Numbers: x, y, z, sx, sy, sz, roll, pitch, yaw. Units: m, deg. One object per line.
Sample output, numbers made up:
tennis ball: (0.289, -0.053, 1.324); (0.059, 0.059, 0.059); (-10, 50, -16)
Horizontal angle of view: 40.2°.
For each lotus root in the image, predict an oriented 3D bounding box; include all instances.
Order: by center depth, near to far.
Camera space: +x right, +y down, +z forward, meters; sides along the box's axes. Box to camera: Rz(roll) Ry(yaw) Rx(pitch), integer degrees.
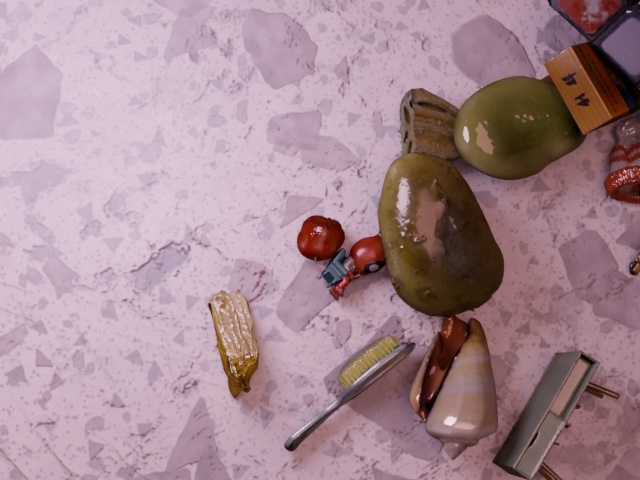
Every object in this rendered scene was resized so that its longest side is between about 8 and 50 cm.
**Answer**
lotus root: (0.215, -0.200, 1.641); (0.144, 0.070, 0.143); (10, 77, -20)

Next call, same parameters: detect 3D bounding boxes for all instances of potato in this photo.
potato: (0.202, -0.008, 1.550); (0.210, 0.173, 0.308); (-20, 93, -13)

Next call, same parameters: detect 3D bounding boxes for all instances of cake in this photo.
cake: (-0.146, 0.188, 1.560); (0.079, 0.116, 0.185); (-18, 52, -13)

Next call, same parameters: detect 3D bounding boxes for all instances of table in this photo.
table: (0.429, 0.328, 1.562); (0.111, 0.121, 0.240); (34, 80, 0)

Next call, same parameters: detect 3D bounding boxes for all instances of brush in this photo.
brush: (0.041, 0.260, 1.562); (0.296, 0.068, 0.060); (-39, 68, -9)

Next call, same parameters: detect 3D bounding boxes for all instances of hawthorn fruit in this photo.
hawthorn fruit: (0.000, 0.000, 1.583); (0.093, 0.093, 0.093); (1, 81, -7)

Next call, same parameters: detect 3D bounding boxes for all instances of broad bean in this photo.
broad bean: (0.369, -0.210, 1.610); (0.263, 0.121, 0.189); (-13, 90, -26)

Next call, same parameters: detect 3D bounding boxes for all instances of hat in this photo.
hat: (0.601, -0.160, 1.687); (0.112, 0.093, 0.163); (8, 62, -15)

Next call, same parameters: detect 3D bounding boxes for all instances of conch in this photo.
conch: (0.250, 0.270, 1.567); (0.158, 0.127, 0.255); (6, 55, 23)

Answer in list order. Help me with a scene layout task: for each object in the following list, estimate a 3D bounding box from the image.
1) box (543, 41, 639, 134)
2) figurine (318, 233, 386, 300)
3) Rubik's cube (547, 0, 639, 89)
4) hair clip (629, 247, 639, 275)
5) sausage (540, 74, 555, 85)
box: (0.522, -0.293, 1.629); (0.237, 0.070, 0.152); (-24, 83, -52)
figurine: (0.065, 0.041, 1.593); (0.140, 0.068, 0.075); (-37, 84, -17)
Rubik's cube: (0.681, -0.493, 1.550); (0.358, 0.362, 0.363); (39, 53, 0)
hair clip: (0.656, -0.028, 1.678); (0.062, 0.056, 0.214); (32, 76, -35)
sausage: (0.443, -0.303, 1.705); (0.147, 0.030, 0.035); (-33, 87, -10)
